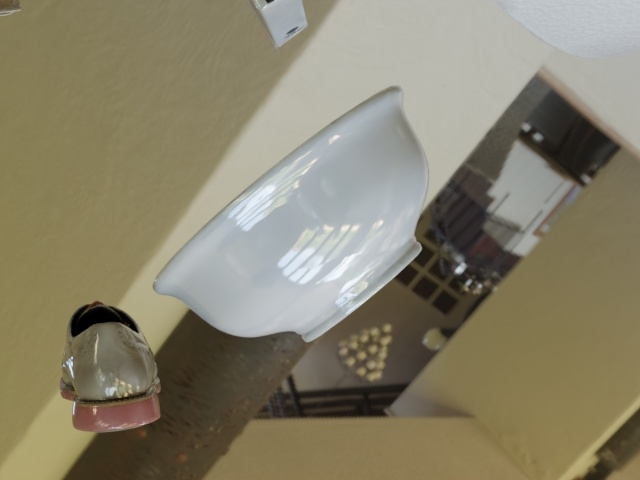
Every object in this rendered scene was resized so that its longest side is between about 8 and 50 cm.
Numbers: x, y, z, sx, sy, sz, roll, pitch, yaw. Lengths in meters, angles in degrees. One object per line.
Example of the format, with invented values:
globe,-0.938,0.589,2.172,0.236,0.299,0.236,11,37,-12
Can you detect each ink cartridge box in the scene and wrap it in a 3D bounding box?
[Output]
ink cartridge box,-0.086,-0.369,1.210,0.165,0.065,0.333,59,-178,-3

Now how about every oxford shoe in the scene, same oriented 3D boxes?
oxford shoe,-0.256,0.135,1.070,0.123,0.130,0.348,-5,-178,-21

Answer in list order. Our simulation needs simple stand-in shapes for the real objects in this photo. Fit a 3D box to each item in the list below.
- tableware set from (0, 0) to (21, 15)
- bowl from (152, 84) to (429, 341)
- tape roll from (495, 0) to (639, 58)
tableware set,-0.531,-0.403,1.328,0.141,0.020,0.169,-2,-121,-23
bowl,0.000,0.000,0.820,0.134,0.298,0.298,50,-163,1
tape roll,0.115,-0.270,0.359,0.392,0.072,0.392,10,-103,-49
